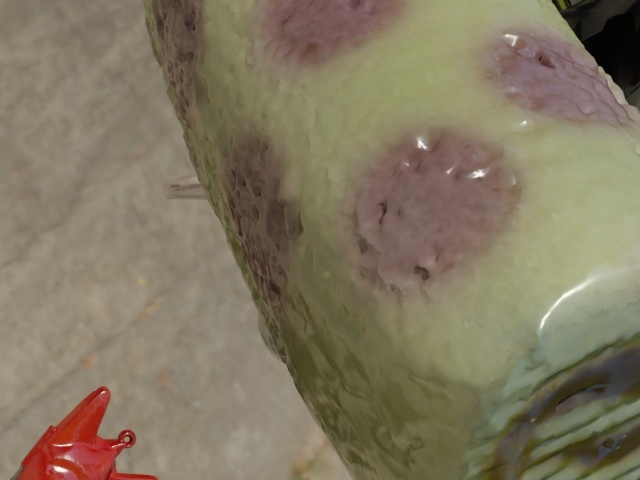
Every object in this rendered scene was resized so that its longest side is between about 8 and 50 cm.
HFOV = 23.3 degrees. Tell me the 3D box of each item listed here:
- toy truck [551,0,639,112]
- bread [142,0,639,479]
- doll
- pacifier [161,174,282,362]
[{"bbox_3d":[0.268,-0.121,0.960,0.254,0.405,0.181,29,32,-34],"label":"toy truck"},{"bbox_3d":[0.028,-0.039,0.647,0.187,0.155,0.338,96,-28,-49],"label":"bread"},{"bbox_3d":[-0.223,0.205,1.272,0.057,0.169,0.109,23,-38,57],"label":"doll"},{"bbox_3d":[-0.017,-0.029,1.555,0.220,0.273,0.332,35,8,16],"label":"pacifier"}]
